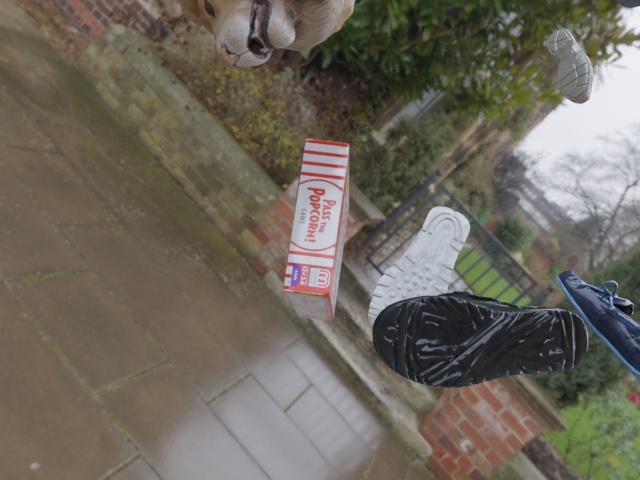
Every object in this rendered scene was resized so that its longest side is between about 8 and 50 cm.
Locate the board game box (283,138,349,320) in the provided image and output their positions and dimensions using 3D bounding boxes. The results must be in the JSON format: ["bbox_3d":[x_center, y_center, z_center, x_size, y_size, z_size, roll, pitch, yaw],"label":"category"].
[{"bbox_3d":[0.000,0.000,0.640,0.045,0.146,0.193,7,-13,4],"label":"board game box"}]

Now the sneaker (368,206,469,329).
[{"bbox_3d":[0.146,0.058,0.911,0.090,0.235,0.094,36,-28,9],"label":"sneaker"}]

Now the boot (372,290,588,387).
[{"bbox_3d":[0.155,0.110,0.729,0.247,0.094,0.207,1,-3,-13],"label":"boot"}]

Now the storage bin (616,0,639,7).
[{"bbox_3d":[0.273,-0.280,0.494,0.135,0.091,0.098,57,-22,4],"label":"storage bin"}]

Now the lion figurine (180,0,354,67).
[{"bbox_3d":[-0.032,-0.279,0.303,0.240,0.142,0.392,6,-44,30],"label":"lion figurine"}]

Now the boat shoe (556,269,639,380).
[{"bbox_3d":[0.553,0.147,1.142,0.109,0.089,0.258,33,20,-51],"label":"boat shoe"}]

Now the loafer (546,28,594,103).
[{"bbox_3d":[0.331,-0.223,0.789,0.039,0.045,0.125,26,48,-37],"label":"loafer"}]
